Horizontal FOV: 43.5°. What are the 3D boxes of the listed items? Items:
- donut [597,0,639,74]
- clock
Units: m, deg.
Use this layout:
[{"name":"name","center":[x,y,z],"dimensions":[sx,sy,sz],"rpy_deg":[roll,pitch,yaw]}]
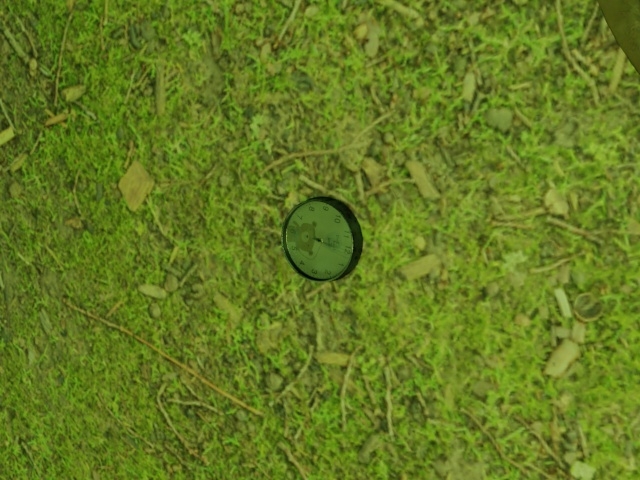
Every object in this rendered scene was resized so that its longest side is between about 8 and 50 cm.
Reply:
[{"name":"donut","center":[0.318,-0.236,0.460],"dimensions":[0.307,0.150,0.371],"rpy_deg":[38,116,20]},{"name":"clock","center":[0.000,0.000,0.772],"dimensions":[0.085,0.017,0.085],"rpy_deg":[6,102,30]}]
